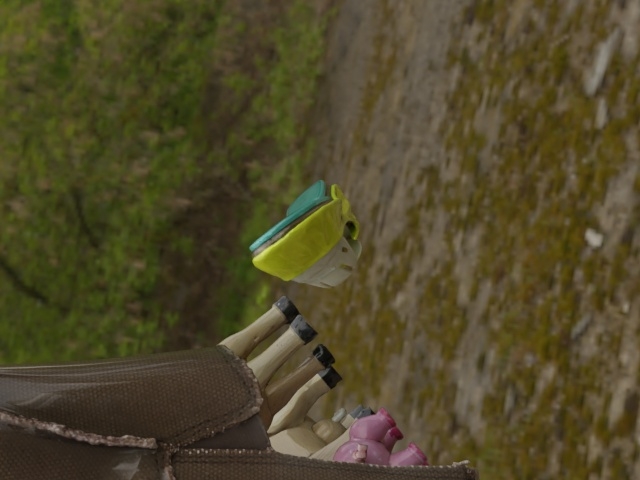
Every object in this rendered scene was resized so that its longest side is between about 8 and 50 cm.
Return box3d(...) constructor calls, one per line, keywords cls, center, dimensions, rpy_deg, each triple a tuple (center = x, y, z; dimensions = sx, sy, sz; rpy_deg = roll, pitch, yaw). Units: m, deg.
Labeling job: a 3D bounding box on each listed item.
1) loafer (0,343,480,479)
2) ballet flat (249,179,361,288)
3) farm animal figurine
box3d(cls="loafer", center=(-0.083, 0.110, 0.583), dimensions=(0.134, 0.366, 0.130), rpy_deg=(139, 150, -71))
box3d(cls="ballet flat", center=(0.000, 0.000, 1.031), dimensions=(0.077, 0.077, 0.231), rpy_deg=(-36, 4, 12))
box3d(cls="farm animal figurine", center=(-0.013, 0.198, 0.922), dimensions=(0.172, 0.330, 0.327), rpy_deg=(-40, 12, -5))
